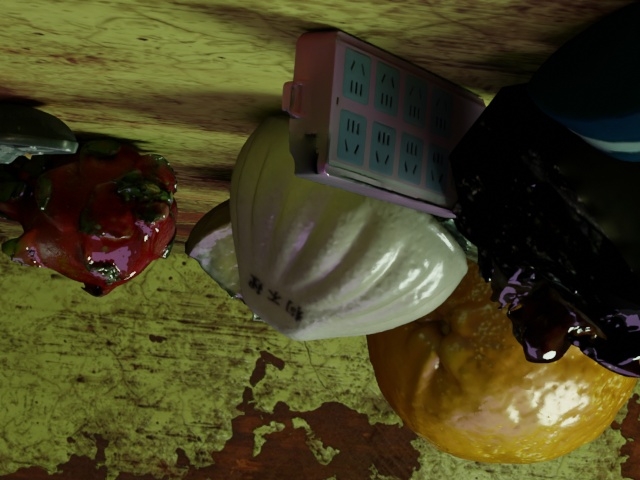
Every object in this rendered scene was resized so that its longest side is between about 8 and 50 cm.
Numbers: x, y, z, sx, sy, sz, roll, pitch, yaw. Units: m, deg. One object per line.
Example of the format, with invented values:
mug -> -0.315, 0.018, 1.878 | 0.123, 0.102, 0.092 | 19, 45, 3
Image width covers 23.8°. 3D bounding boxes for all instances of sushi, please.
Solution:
sushi -> 0.232, 0.002, 1.223 | 0.227, 0.215, 0.212 | -13, 153, -40

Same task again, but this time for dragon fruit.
dragon fruit -> -0.295, -0.050, 1.805 | 0.269, 0.198, 0.200 | 31, 139, 3

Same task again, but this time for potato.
potato -> -0.014, -0.034, 2.015 | 0.264, 0.189, 0.211 | -35, -165, 27

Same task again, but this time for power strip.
power strip -> 0.060, -0.086, 1.213 | 0.037, 0.109, 0.279 | 1, 173, 32

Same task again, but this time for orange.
orange -> 0.210, 0.096, 1.785 | 0.340, 0.341, 0.293 | 2, 175, 33

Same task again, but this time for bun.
bun -> 0.000, 0.013, 1.513 | 0.263, 0.175, 0.263 | 35, 173, 5

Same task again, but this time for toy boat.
toy boat -> 0.209, -0.104, 0.972 | 0.061, 0.096, 0.299 | 18, 174, -15
toy boat -> -0.366, -0.103, 1.614 | 0.260, 0.085, 0.078 | 3, 173, 28

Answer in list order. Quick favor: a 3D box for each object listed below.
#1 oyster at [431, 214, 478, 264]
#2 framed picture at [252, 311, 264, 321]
oyster -> 0.203, -0.042, 1.508 | 0.351, 0.158, 0.162 | 11, 139, 52
framed picture -> -0.003, 0.012, 1.915 | 0.173, 0.231, 0.010 | 4, -149, 6
